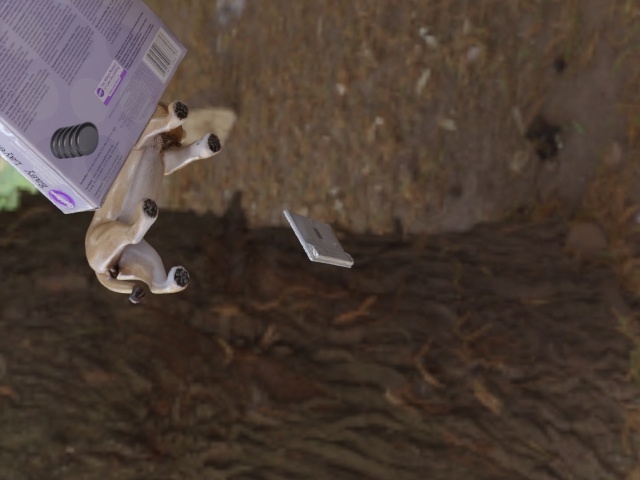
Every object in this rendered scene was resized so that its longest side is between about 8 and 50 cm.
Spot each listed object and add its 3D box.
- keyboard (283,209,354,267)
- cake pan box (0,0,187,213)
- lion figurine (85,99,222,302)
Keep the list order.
[{"bbox_3d":[0.000,0.000,1.508,0.072,0.014,0.256,55,-172,10],"label":"keyboard"},{"bbox_3d":[-0.287,-0.206,1.249,0.070,0.246,0.267,-6,50,40],"label":"cake pan box"},{"bbox_3d":[-0.275,-0.062,1.657,0.240,0.142,0.392,-15,47,42],"label":"lion figurine"}]
